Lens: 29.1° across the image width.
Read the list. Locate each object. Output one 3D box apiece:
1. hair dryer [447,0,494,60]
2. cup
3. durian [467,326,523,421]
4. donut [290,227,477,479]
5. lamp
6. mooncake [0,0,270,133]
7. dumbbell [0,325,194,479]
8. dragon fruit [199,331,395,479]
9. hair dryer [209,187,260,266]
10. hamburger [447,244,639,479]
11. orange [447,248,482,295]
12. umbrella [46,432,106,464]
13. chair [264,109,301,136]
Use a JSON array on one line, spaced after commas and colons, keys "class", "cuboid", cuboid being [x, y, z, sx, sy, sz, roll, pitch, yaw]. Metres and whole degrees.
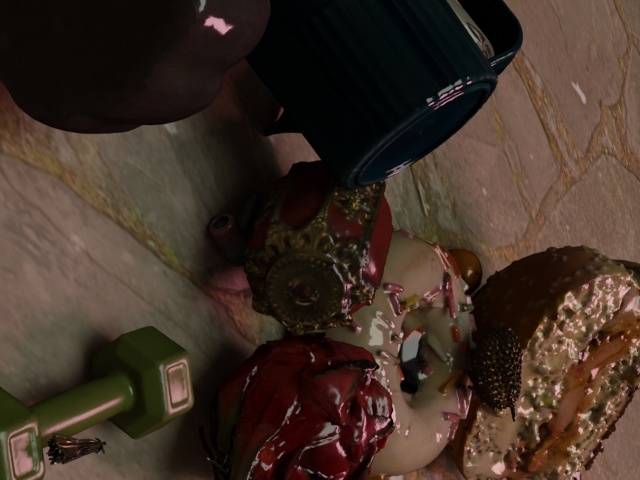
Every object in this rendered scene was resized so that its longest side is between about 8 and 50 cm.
[{"class": "hair dryer", "cuboid": [0.159, -0.301, 1.912, 0.267, 0.092, 0.229, -43, 118, -35]}, {"class": "cup", "cuboid": [0.057, -0.241, 1.488, 0.292, 0.242, 0.308, 56, 32, 12]}, {"class": "durian", "cuboid": [0.250, 0.195, 1.788, 0.110, 0.071, 0.140, 118, -33, -71]}, {"class": "donut", "cuboid": [0.105, 0.164, 1.764, 0.383, 0.142, 0.382, -3, 94, -57]}, {"class": "lamp", "cuboid": [0.000, 0.000, 1.538, 0.274, 0.177, 0.177, -71, 148, -61]}, {"class": "mooncake", "cuboid": [-0.186, -0.246, 1.184, 0.154, 0.306, 0.306, -3, 93, -58]}, {"class": "dumbbell", "cuboid": [-0.256, 0.176, 1.253, 0.302, 0.108, 0.121, -21, 107, -55]}, {"class": "dragon fruit", "cuboid": [-0.037, 0.223, 1.480, 0.293, 0.234, 0.233, -14, 102, -61]}, {"class": "hair dryer", "cuboid": [-0.099, -0.029, 1.556, 0.063, 0.037, 0.114, 61, 36, -37]}, {"class": "hamburger", "cuboid": [0.338, 0.178, 1.989, 0.268, 0.287, 0.445, 16, 111, -27]}, {"class": "orange", "cuboid": [0.221, 0.053, 1.988, 0.083, 0.083, 0.083, -1, 91, -56]}, {"class": "umbrella", "cuboid": [-0.234, 0.198, 1.173, 0.083, 0.020, 0.031, 3, 49, -56]}, {"class": "chair", "cuboid": [0.037, -0.189, 1.664, 0.145, 0.140, 0.221, 55, 50, -43]}]
